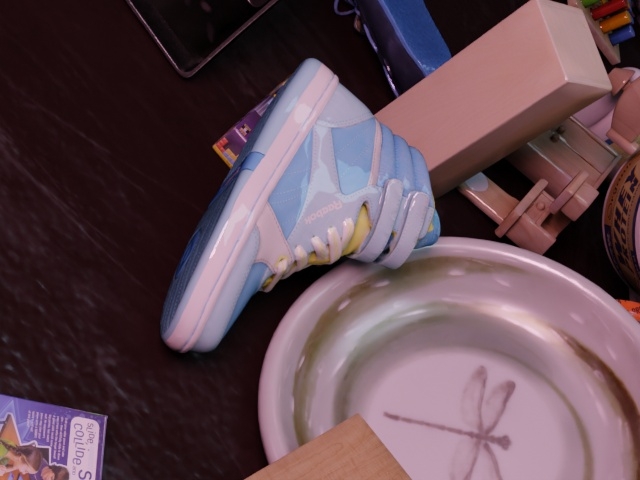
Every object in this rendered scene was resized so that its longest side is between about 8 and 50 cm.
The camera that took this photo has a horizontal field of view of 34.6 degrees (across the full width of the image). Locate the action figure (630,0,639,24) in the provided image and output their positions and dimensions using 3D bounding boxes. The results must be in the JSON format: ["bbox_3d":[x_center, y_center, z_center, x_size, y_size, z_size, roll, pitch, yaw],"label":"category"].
[{"bbox_3d":[0.614,-0.384,1.753,0.276,0.141,0.164,62,11,1],"label":"action figure"}]

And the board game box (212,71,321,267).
[{"bbox_3d":[-0.013,-0.079,1.096,0.170,0.048,0.141,48,43,-9],"label":"board game box"}]

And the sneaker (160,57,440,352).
[{"bbox_3d":[0.000,0.000,0.959,0.208,0.127,0.319,33,66,-12],"label":"sneaker"}]

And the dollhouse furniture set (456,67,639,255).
[{"bbox_3d":[0.338,-0.197,1.217,0.174,0.355,0.303,40,53,7],"label":"dollhouse furniture set"}]

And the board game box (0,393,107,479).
[{"bbox_3d":[-0.229,0.214,0.744,0.136,0.035,0.201,20,55,-33],"label":"board game box"}]

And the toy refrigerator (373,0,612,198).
[{"bbox_3d":[0.182,-0.149,1.148,0.094,0.269,0.102,1,66,-42],"label":"toy refrigerator"}]

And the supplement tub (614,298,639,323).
[{"bbox_3d":[0.309,0.232,1.100,0.193,0.193,0.316,32,48,-24],"label":"supplement tub"}]

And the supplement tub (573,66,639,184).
[{"bbox_3d":[0.465,-0.135,1.484,0.199,0.144,0.144,41,46,-18],"label":"supplement tub"}]

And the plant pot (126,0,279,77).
[{"bbox_3d":[-0.097,-0.309,1.069,0.187,0.188,0.167,54,30,-3],"label":"plant pot"}]

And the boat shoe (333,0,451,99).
[{"bbox_3d":[0.069,-0.278,1.254,0.109,0.089,0.258,1,59,-30],"label":"boat shoe"}]

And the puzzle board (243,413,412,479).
[{"bbox_3d":[0.009,0.212,0.862,0.128,0.011,0.096,-26,58,-24],"label":"puzzle board"}]

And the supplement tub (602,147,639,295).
[{"bbox_3d":[0.452,-0.017,1.185,0.228,0.228,0.316,57,7,0],"label":"supplement tub"}]

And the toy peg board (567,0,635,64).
[{"bbox_3d":[0.467,-0.400,1.658,0.160,0.079,0.161,37,46,-39],"label":"toy peg board"}]

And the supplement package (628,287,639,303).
[{"bbox_3d":[0.502,0.060,1.434,0.105,0.105,0.179,30,51,-29],"label":"supplement package"}]

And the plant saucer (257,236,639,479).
[{"bbox_3d":[0.139,0.176,0.977,0.400,0.100,0.400,3,49,-4],"label":"plant saucer"}]
